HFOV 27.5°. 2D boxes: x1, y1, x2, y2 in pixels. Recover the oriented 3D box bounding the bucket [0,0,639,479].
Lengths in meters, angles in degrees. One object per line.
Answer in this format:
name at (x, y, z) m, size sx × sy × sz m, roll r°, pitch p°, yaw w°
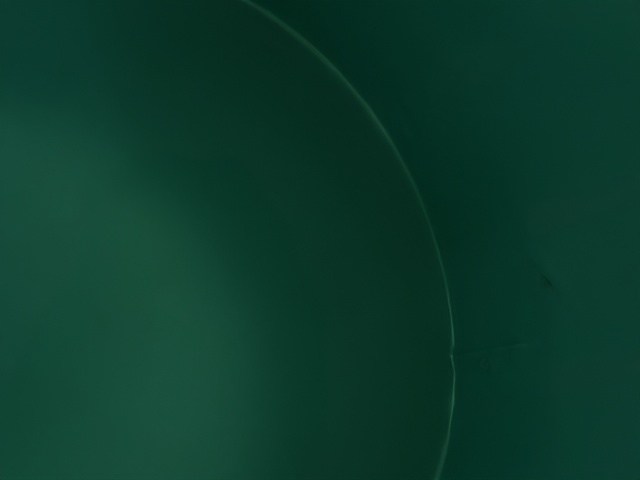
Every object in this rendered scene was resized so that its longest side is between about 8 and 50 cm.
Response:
bucket at (0.000, 0.000, 0.323) m, size 0.281 × 0.281 × 0.183 m, roll -36°, pitch -171°, yaw -37°
